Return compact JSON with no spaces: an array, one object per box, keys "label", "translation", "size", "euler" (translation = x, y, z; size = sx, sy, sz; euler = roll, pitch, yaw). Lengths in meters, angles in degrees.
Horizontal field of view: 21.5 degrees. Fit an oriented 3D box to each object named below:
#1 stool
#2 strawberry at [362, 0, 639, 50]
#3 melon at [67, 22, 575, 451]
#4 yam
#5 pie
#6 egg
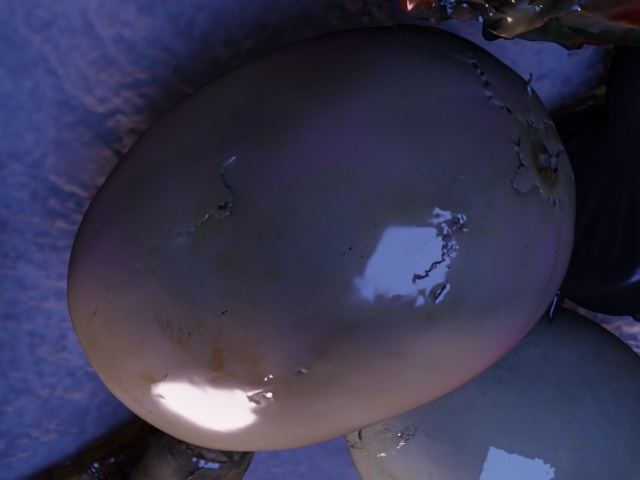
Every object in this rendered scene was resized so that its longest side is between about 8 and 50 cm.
[{"label":"stool","translation":[0.204,-0.041,1.073],"size":[0.121,0.125,0.217],"euler":[22,90,-53]},{"label":"strawberry","translation":[0.118,-0.269,0.833],"size":[0.312,0.267,0.351],"euler":[12,102,-39]},{"label":"melon","translation":[0.000,0.000,0.973],"size":[0.317,0.223,0.223],"euler":[-25,125,30]},{"label":"yam","translation":[-0.148,0.244,1.154],"size":[0.083,0.083,0.371],"euler":[19,124,-22]},{"label":"pie","translation":[-0.141,0.171,1.165],"size":[0.170,0.034,0.092],"euler":[-32,119,13]},{"label":"egg","translation":[0.132,0.133,1.112],"size":[0.253,0.186,0.186],"euler":[21,114,-20]}]
